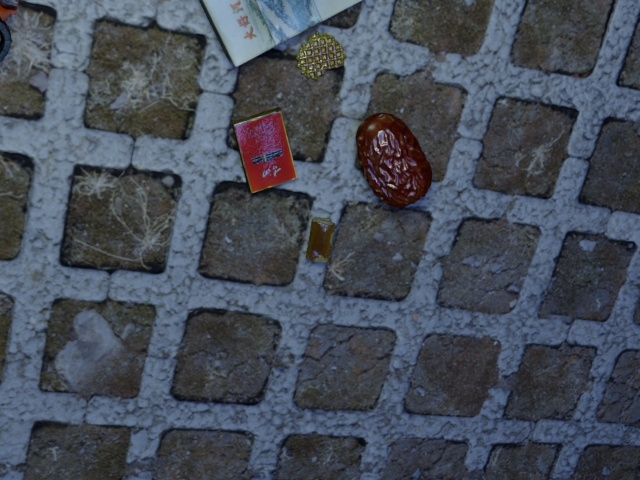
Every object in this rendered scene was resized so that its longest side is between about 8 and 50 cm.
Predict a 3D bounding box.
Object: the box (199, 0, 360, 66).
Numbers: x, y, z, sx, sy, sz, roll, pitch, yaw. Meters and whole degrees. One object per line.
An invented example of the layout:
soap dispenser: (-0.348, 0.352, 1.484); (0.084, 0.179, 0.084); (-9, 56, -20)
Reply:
box: (-0.068, -0.418, 1.509); (0.256, 0.069, 0.164); (-29, 117, -6)

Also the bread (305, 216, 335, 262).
bread: (0.000, 0.000, 1.724); (0.046, 0.036, 0.083); (5, 111, -12)

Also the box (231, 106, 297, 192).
box: (-0.098, -0.158, 1.633); (0.090, 0.023, 0.133); (-17, 115, -9)

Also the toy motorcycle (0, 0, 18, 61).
toy motorcycle: (-0.506, -0.391, 1.337); (0.171, 0.089, 0.298); (2, 126, -34)

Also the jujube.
jujube: (0.128, -0.146, 1.673); (0.112, 0.109, 0.176); (-47, 115, -37)

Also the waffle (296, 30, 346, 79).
waffle: (-0.001, -0.317, 1.604); (0.085, 0.016, 0.078); (-42, 114, 1)
